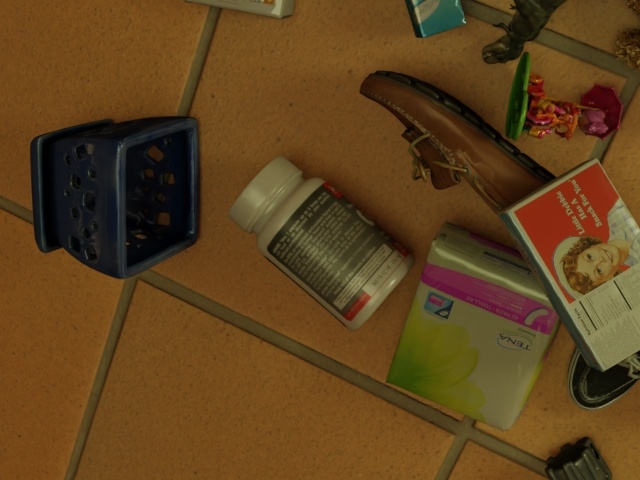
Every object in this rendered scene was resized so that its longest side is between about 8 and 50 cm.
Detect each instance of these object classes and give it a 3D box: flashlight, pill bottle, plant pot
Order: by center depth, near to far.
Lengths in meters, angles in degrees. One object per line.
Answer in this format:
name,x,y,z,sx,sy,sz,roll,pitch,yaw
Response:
pill bottle,0.000,0.000,1.612,0.283,0.161,0.161,41,114,4
flashlight,0.471,0.484,1.627,0.103,0.103,0.304,-29,96,27
plant pot,-0.354,-0.089,1.675,0.212,0.236,0.236,9,109,24

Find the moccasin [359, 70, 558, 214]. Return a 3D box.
moccasin,0.212,-0.124,1.526,0.380,0.139,0.147,37,105,-5

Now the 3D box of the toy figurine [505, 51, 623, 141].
toy figurine,0.364,-0.190,1.444,0.159,0.173,0.130,11,121,3

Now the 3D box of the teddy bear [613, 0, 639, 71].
teddy bear,0.531,-0.307,1.382,0.245,0.113,0.338,-45,80,18

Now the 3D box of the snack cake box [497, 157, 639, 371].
snack cake box,0.387,0.034,1.408,0.152,0.089,0.264,-30,88,0

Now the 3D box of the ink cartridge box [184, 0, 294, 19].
ink cartridge box,-0.109,-0.545,1.541,0.176,0.069,0.371,14,112,15

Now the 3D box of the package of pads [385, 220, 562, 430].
package of pads,0.255,0.143,1.579,0.229,0.101,0.296,23,124,11

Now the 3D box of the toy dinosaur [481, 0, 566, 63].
toy dinosaur,0.296,-0.349,1.412,0.118,0.064,0.268,58,158,4

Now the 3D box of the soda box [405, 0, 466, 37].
soda box,0.149,-0.413,1.473,0.071,0.067,0.210,-19,102,0

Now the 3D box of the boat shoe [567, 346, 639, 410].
boat shoe,0.485,0.155,1.521,0.113,0.105,0.306,40,114,4
